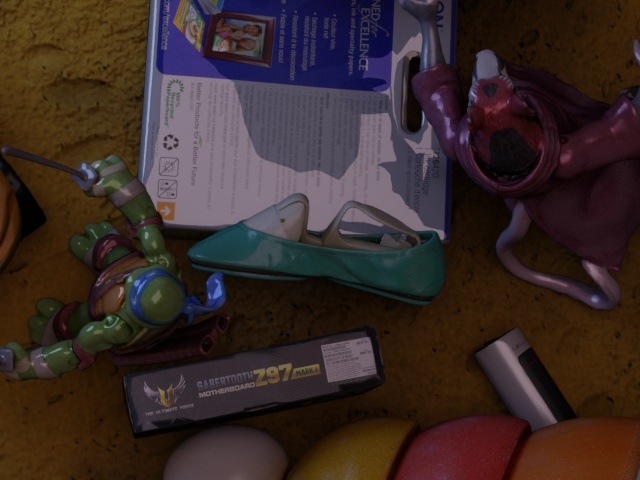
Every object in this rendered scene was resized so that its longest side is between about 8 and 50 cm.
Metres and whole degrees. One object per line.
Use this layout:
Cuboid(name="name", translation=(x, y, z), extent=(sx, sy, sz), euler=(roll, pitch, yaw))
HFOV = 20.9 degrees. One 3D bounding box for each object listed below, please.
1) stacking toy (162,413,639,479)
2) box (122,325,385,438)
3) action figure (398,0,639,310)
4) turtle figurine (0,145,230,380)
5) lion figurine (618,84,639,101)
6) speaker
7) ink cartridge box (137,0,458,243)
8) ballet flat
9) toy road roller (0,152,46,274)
Cuboid(name="stacking toy", translation=(0.081, 0.266, 1.584), extent=(0.480, 0.350, 0.350), euler=(16, 79, 12))
Cuboid(name="box", translation=(-0.066, 0.134, 1.617), extent=(0.233, 0.183, 0.059), euler=(-10, 82, -7))
Cuboid(name="action figure", translation=(0.173, -0.085, 1.585), extent=(0.248, 0.370, 0.275), euler=(16, 96, 18))
Cuboid(name="turtle figurine", translation=(-0.231, 0.025, 1.565), extent=(0.275, 0.266, 0.198), euler=(-3, 86, -15))
Cuboid(name="lion figurine", translation=(0.514, -0.188, 1.756), extent=(0.392, 0.142, 0.240), euler=(16, 73, 1))
Cuboid(name="speaker", translation=(0.207, 0.153, 1.709), extent=(0.055, 0.055, 0.136), euler=(-31, 85, -10))
Cuboid(name="ink cartridge box", translation=(-0.022, -0.147, 1.728), extent=(0.307, 0.072, 0.303), euler=(4, 80, -8))
Cuboid(name="ballet flat", translation=(0.000, 0.000, 1.642), extent=(0.247, 0.083, 0.087), euler=(8, 102, -9))
Cuboid(name="toy road roller", translation=(-0.408, -0.085, 1.585), extent=(0.202, 0.240, 0.329), euler=(-37, 87, -11))
